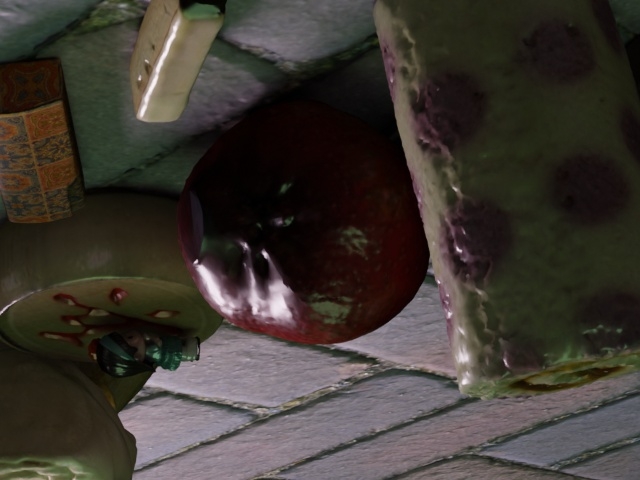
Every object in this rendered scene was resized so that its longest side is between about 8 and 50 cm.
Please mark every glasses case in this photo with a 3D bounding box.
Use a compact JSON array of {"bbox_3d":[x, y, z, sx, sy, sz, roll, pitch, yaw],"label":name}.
[{"bbox_3d":[-0.250,-0.081,1.507,0.075,0.049,0.218,-5,157,-5],"label":"glasses case"}]

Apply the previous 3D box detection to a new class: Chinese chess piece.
[{"bbox_3d":[-0.213,0.040,1.743,0.249,0.103,0.250,-5,156,-2],"label":"Chinese chess piece"}]

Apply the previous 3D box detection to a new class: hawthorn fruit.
[{"bbox_3d":[0.000,0.000,1.577,0.230,0.210,0.266,-1,162,24],"label":"hawthorn fruit"}]

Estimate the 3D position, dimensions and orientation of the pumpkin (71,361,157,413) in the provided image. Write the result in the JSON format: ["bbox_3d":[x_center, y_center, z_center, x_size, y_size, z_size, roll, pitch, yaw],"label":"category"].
[{"bbox_3d":[-0.288,0.168,2.025,0.217,0.110,0.217,-1,152,0],"label":"pumpkin"}]

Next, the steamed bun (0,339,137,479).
[{"bbox_3d":[-0.335,0.226,1.881,0.276,0.203,0.289,2,145,-1],"label":"steamed bun"}]

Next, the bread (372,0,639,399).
[{"bbox_3d":[0.162,-0.055,1.343,0.187,0.338,0.155,-22,160,30],"label":"bread"}]

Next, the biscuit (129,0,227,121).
[{"bbox_3d":[-0.113,-0.154,1.373,0.052,0.056,0.188,-1,158,-17],"label":"biscuit"}]

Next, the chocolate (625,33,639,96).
[{"bbox_3d":[0.272,-0.091,1.603,0.112,0.112,0.321,15,151,-24],"label":"chocolate"}]

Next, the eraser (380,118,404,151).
[{"bbox_3d":[0.125,-0.113,1.574,0.082,0.036,0.225,7,153,-28],"label":"eraser"}]

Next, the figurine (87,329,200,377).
[{"bbox_3d":[-0.175,0.111,1.736,0.106,0.047,0.060,-1,-168,-26],"label":"figurine"}]
